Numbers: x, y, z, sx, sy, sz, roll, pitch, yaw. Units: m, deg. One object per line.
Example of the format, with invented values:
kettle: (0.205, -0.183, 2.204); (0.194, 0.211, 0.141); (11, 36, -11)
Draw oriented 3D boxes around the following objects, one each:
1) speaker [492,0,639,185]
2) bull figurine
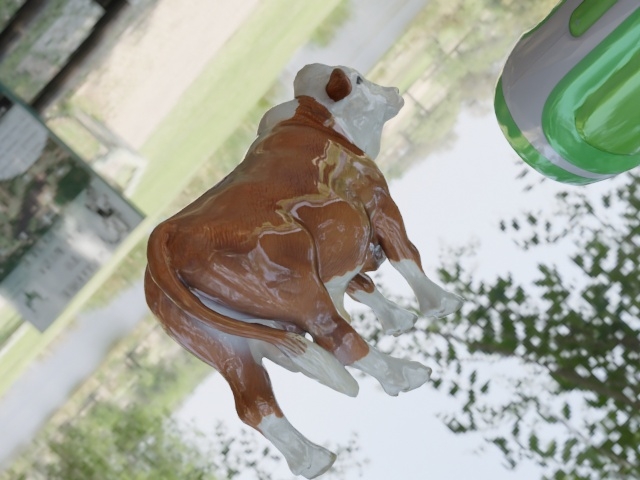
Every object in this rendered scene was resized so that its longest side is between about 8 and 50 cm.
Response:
speaker: (0.230, -0.148, 0.656); (0.131, 0.131, 0.296); (-48, -179, -36)
bull figurine: (0.000, 0.000, 0.678); (0.101, 0.188, 0.310); (-36, -174, 34)
